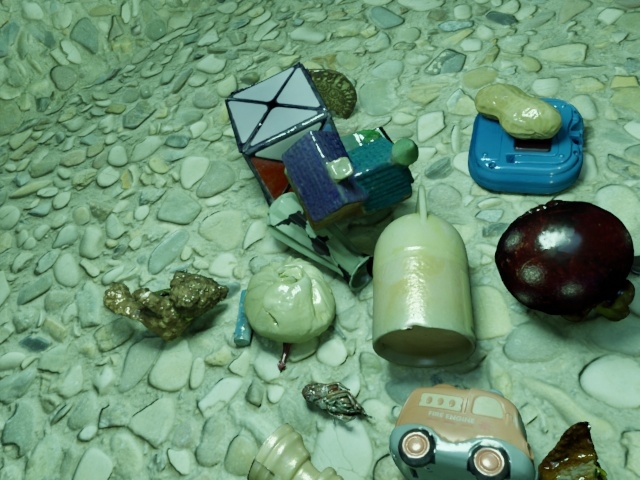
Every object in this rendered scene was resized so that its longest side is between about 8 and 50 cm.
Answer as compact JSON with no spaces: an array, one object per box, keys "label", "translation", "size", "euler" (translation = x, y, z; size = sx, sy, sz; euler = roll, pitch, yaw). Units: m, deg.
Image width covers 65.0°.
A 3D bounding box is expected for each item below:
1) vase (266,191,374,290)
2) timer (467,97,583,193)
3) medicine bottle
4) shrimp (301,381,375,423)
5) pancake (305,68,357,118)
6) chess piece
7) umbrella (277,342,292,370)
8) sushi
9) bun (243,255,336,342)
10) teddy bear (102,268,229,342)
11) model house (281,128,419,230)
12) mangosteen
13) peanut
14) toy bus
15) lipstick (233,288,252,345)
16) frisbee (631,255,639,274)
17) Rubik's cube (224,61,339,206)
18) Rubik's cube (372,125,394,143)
[{"label":"vase","translation":[0.000,0.000,1.457],"size":[0.165,0.165,0.360],"euler":[-43,57,-14]},{"label":"timer","translation":[0.605,-0.292,1.486],"size":[0.310,0.115,0.339],"euler":[7,56,20]},{"label":"medicine bottle","translation":[0.248,0.083,1.246],"size":[0.236,0.235,0.405],"euler":[-5,54,16]},{"label":"shrimp","translation":[0.042,0.387,1.199],"size":[0.191,0.074,0.073],"euler":[21,31,20]},{"label":"pancake","translation":[-0.017,-0.490,1.775],"size":[0.288,0.286,0.033],"euler":[-43,43,42]},{"label":"chess piece","translation":[0.000,0.543,1.075],"size":[0.307,0.123,0.139],"euler":[27,34,29]},{"label":"umbrella","translation":[-0.086,0.272,1.356],"size":[0.027,0.025,0.165],"euler":[12,60,6]},{"label":"sushi","translation":[0.503,0.504,0.904],"size":[0.179,0.167,0.296],"euler":[-25,39,29]},{"label":"bun","translation":[-0.091,0.147,1.346],"size":[0.260,0.159,0.259],"euler":[-7,41,7]},{"label":"teddy bear","translation":[-0.447,0.155,1.441],"size":[0.296,0.246,0.222],"euler":[31,95,24]},{"label":"model house","translation":[0.079,-0.182,1.275],"size":[0.313,0.280,0.245],"euler":[-22,82,-5]},{"label":"mangosteen","translation":[0.552,0.051,1.148],"size":[0.298,0.292,0.297],"euler":[-6,16,2]},{"label":"peanut","translation":[0.546,-0.361,1.419],"size":[0.125,0.111,0.274],"euler":[-45,48,2]},{"label":"toy bus","translation":[0.292,0.409,1.029],"size":[0.288,0.194,0.232],"euler":[1,41,25]},{"label":"lipstick","translation":[-0.213,0.217,1.424],"size":[0.048,0.048,0.157],"euler":[-7,53,14]},{"label":"frisbee","translation":[0.869,0.056,1.198],"size":[0.211,0.012,0.187],"euler":[-30,52,-5]},{"label":"Rubik's cube","translation":[-0.108,-0.339,1.649],"size":[0.307,0.305,0.310],"euler":[-24,53,4]},{"label":"Rubik's cube","translation":[0.157,-0.209,1.541],"size":[0.180,0.167,0.183],"euler":[-23,49,2]}]
